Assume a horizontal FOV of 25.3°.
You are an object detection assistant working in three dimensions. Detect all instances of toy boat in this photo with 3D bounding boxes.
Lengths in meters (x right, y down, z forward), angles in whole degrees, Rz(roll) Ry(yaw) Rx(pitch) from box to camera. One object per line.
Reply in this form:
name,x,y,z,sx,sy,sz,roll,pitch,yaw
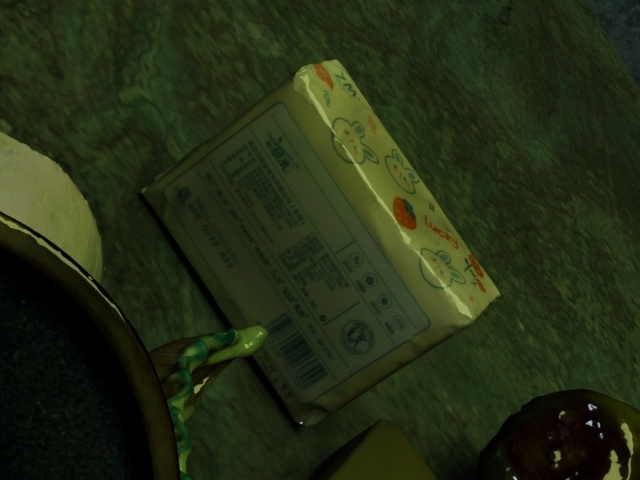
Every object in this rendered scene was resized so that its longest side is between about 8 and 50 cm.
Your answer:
toy boat,-0.081,0.123,0.714,0.099,0.108,0.293,14,31,-8

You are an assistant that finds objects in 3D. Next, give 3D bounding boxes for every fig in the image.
fig,0.188,0.191,1.040,0.154,0.144,0.166,-79,151,-78

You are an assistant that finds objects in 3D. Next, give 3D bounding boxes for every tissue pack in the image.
tissue pack,0.000,0.000,0.937,0.196,0.148,0.092,56,23,1

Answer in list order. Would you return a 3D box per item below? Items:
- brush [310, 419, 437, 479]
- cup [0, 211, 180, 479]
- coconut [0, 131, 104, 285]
brush,0.029,0.198,0.856,0.123,0.059,0.197,53,25,1
cup,-0.148,0.098,0.421,0.166,0.177,0.239,5,92,-22
coconut,-0.177,0.037,0.585,0.171,0.171,0.183,43,26,-23
